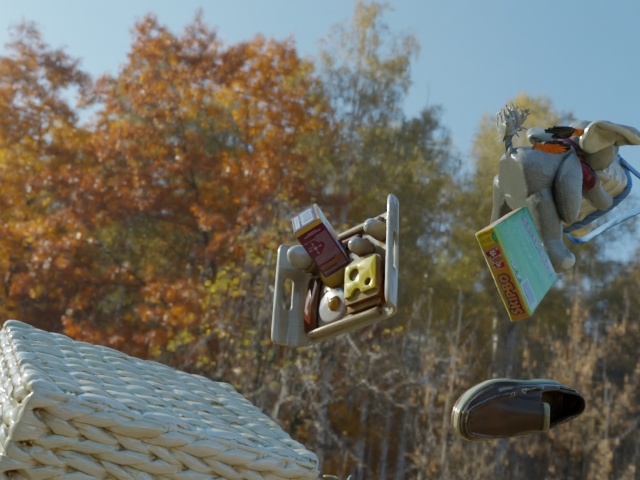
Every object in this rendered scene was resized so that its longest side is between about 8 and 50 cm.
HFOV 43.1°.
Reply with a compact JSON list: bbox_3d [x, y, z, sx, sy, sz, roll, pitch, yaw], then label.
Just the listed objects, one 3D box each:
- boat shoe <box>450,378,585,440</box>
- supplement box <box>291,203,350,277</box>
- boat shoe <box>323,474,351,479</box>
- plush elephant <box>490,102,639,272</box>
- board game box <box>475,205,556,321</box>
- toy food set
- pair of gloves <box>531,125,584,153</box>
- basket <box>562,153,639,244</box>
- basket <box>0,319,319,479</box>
[{"bbox_3d":[0.325,0.268,1.295,0.257,0.095,0.095,-7,7,-36],"label":"boat shoe"},{"bbox_3d":[0.000,0.000,1.113,0.043,0.055,0.083,-32,-67,7],"label":"supplement box"},{"bbox_3d":[0.004,0.471,1.458,0.285,0.089,0.104,5,-5,-44],"label":"boat shoe"},{"bbox_3d":[0.496,-0.137,1.643,0.255,0.330,0.272,-14,14,-12],"label":"plush elephant"},{"bbox_3d":[0.283,0.024,1.144,0.039,0.124,0.259,-23,-1,27],"label":"board game box"},{"bbox_3d":[0.025,0.059,1.529,0.092,0.220,0.306,27,-36,-35],"label":"toy food set"},{"bbox_3d":[0.433,-0.183,1.477,0.074,0.010,0.083,5,-28,-7],"label":"pair of gloves"},{"bbox_3d":[0.681,-0.124,2.043,0.255,0.201,0.289,-34,-59,29],"label":"basket"},{"bbox_3d":[-0.231,0.272,0.860,0.331,0.266,0.328,22,-3,-26],"label":"basket"}]
